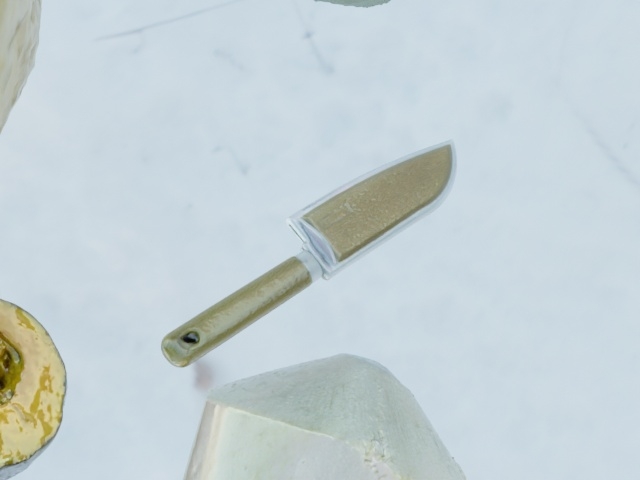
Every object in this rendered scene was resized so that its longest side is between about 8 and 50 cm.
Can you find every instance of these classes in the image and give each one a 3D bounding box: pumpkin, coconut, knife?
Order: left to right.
[{"bbox_3d":[-0.401,0.123,1.617,0.317,0.222,0.139,40,147,-21],"label":"pumpkin"},{"bbox_3d":[0.000,-0.001,1.040,0.046,0.256,0.022,49,147,12],"label":"knife"},{"bbox_3d":[0.001,0.212,1.415,0.239,0.239,0.244,16,89,12],"label":"coconut"}]

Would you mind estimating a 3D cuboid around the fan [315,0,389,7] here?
[{"bbox_3d":[-0.028,-0.302,1.371,0.310,0.010,0.182,27,111,-25],"label":"fan"}]

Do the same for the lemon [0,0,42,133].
[{"bbox_3d":[-0.151,-0.074,0.375,0.188,0.257,0.188,-5,132,-6],"label":"lemon"}]
